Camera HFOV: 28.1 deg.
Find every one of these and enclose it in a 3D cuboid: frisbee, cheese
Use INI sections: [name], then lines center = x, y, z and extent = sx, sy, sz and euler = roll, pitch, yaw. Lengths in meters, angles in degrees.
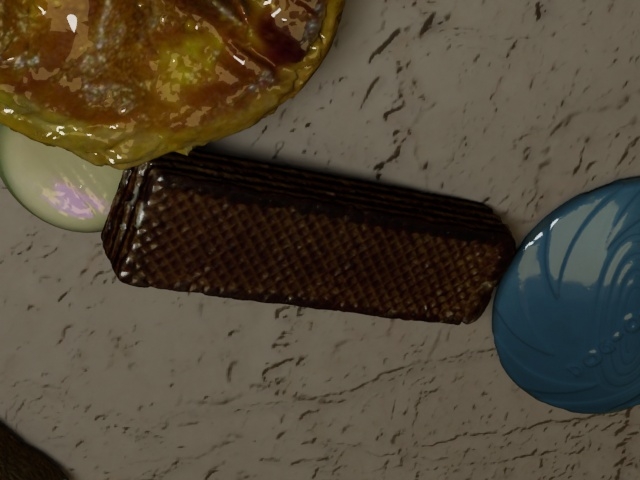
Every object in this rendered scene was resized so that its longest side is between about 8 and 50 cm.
[frisbee]
center = 0.317, 0.069, 1.310
extent = 0.289, 0.049, 0.290
euler = -6, 121, -10
[cheese]
center = -0.186, -0.048, 1.104
extent = 0.137, 0.064, 0.227
euler = -28, 121, 7

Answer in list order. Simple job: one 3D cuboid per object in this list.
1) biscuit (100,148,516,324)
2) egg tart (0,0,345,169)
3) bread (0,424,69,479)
[biscuit]
center = 0.000, 0.000, 1.139
extent = 0.388, 0.073, 0.107
euler = 9, 118, -30
[egg tart]
center = -0.148, -0.223, 0.957
extent = 0.351, 0.153, 0.340
euler = 11, 115, -21
[bread]
center = -0.441, 0.335, 1.235
extent = 0.416, 0.113, 0.165
euler = -39, 119, 11
